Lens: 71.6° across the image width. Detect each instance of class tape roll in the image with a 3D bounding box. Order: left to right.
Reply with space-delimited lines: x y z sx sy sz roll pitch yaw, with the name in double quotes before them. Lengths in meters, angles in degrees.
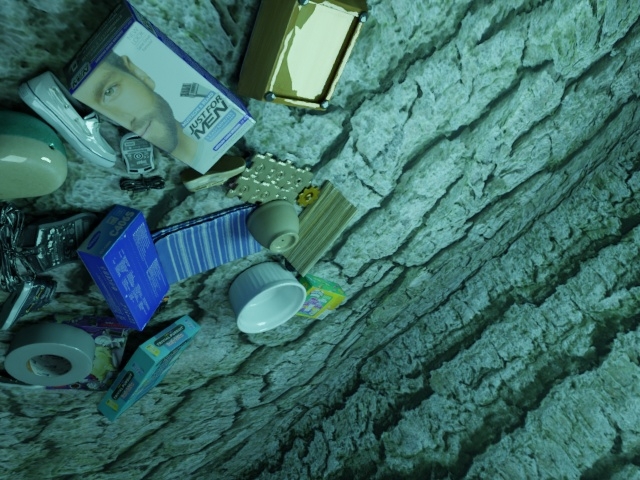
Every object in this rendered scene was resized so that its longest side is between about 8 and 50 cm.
"tape roll" -0.772 0.331 1.277 0.219 0.072 0.219 -8 133 -9

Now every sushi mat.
"sushi mat" -0.018 -0.036 1.491 0.316 0.151 0.019 -50 169 22

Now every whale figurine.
"whale figurine" -0.625 -0.155 0.844 0.272 0.141 0.216 -15 163 12

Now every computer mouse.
"computer mouse" -0.614 -0.005 1.006 0.272 0.072 0.188 -25 121 -69
"computer mouse" -0.423 -0.187 1.039 0.106 0.042 0.193 -12 147 -24

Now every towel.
"towel" -0.340 0.016 1.369 0.336 0.040 0.243 -21 145 -21

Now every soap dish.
"soap dish" -0.038 -0.433 0.993 0.229 0.118 0.290 -4 135 -38

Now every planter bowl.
"planter bowl" -0.132 -0.030 1.368 0.162 0.109 0.162 -22 151 -13

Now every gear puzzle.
"gear puzzle" -0.117 -0.172 1.329 0.339 0.044 0.175 11 127 -50

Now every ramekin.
"ramekin" -0.204 0.205 1.640 0.277 0.135 0.277 -24 146 -17

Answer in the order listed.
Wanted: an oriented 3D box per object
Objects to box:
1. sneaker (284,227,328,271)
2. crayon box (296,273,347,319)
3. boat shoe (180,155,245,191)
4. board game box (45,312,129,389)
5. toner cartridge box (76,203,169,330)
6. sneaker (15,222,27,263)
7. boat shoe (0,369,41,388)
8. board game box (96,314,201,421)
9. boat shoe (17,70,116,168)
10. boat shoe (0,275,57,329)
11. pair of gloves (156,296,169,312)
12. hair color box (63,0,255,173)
"sneaker" 0.000 0.000 1.583 0.131 0.112 0.319 11 128 -48
"crayon box" -0.030 0.242 1.889 0.165 0.081 0.278 -45 146 15
"boat shoe" -0.278 -0.174 1.169 0.170 0.063 0.059 -17 147 -10
"board game box" -0.737 0.361 1.402 0.208 0.056 0.346 12 128 -23
"toner cartridge box" -0.511 0.084 1.191 0.347 0.075 0.165 95 13 -49
"sneaker" -0.729 0.018 0.960 0.110 0.118 0.292 -49 146 17
"boat shoe" -0.903 0.419 1.350 0.142 0.049 0.040 8 122 -21
"board game box" -0.591 0.436 1.541 0.336 0.079 0.254 -51 175 22
"boat shoe" -0.479 -0.234 0.888 0.076 0.083 0.226 -35 146 1
"boat shoe" -0.766 0.170 1.163 0.183 0.065 0.083 -48 143 18
"pair of gloves" -0.545 0.213 1.464 0.083 0.010 0.074 -2 133 -44
"hair color box" -0.318 -0.297 0.931 0.185 0.110 0.339 -42 145 12
